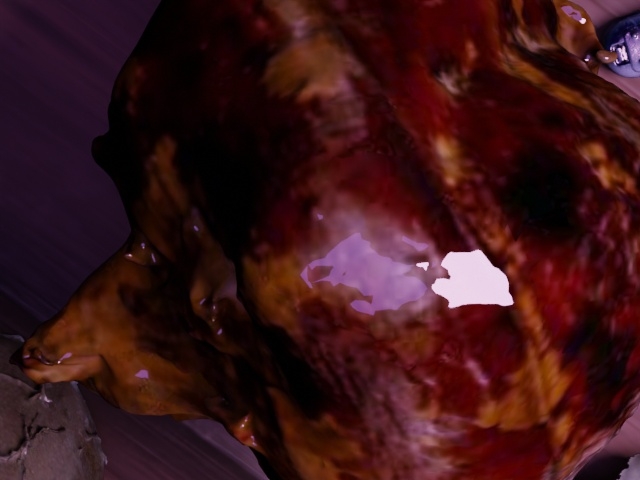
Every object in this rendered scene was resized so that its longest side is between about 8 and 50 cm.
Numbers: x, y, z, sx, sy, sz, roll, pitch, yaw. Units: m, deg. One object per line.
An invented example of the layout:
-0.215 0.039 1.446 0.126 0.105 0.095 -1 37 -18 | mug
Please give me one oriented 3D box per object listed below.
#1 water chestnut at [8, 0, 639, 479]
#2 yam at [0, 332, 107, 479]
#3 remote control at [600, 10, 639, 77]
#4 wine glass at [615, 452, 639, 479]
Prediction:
0.000 0.000 0.581 0.347 0.335 0.335 -18 101 -7 | water chestnut
-0.270 0.204 0.664 0.241 0.348 0.241 3 110 10 | yam
0.246 -0.134 0.678 0.152 0.027 0.043 -18 97 9 | remote control
0.336 0.275 0.680 0.309 0.096 0.264 10 125 38 | wine glass
